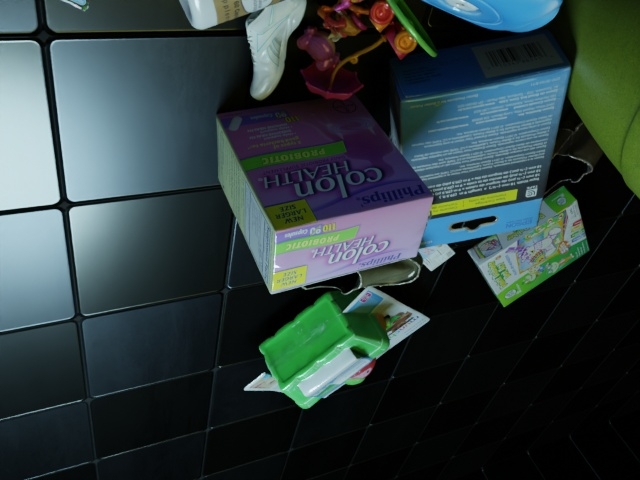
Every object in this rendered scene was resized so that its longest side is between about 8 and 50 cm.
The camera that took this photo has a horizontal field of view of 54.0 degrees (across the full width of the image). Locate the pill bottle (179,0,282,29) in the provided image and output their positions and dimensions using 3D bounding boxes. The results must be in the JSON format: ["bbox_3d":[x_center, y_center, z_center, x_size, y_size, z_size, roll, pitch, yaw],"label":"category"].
[{"bbox_3d":[-0.047,-0.318,0.648,0.229,0.131,0.131,-23,142,-8],"label":"pill bottle"}]

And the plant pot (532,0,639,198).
[{"bbox_3d":[0.496,-0.265,0.871,0.366,0.353,0.366,-17,141,-14],"label":"plant pot"}]

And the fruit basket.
[{"bbox_3d":[0.054,0.240,1.319,0.327,0.165,0.353,-39,145,12],"label":"fruit basket"}]

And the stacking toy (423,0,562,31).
[{"bbox_3d":[0.193,-0.376,0.615,0.166,0.175,0.301,19,99,-12],"label":"stacking toy"}]

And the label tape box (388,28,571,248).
[{"bbox_3d":[0.238,-0.145,1.002,0.241,0.106,0.333,-10,140,0],"label":"label tape box"}]

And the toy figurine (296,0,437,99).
[{"bbox_3d":[0.035,-0.256,0.803,0.159,0.130,0.173,-35,121,22],"label":"toy figurine"}]

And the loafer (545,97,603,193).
[{"bbox_3d":[0.465,-0.167,1.142,0.366,0.130,0.134,-37,142,9],"label":"loafer"}]

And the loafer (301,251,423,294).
[{"bbox_3d":[0.060,0.054,1.049,0.251,0.087,0.094,1,135,-18],"label":"loafer"}]

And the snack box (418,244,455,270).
[{"bbox_3d":[0.211,0.005,1.264,0.064,0.022,0.178,-37,142,12],"label":"snack box"}]

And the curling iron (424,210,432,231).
[{"bbox_3d":[0.042,-0.028,1.016,0.274,0.035,0.068,-1,131,6],"label":"curling iron"}]

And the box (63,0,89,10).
[{"bbox_3d":[-0.292,-0.349,0.518,0.293,0.057,0.201,17,124,-43],"label":"box"}]

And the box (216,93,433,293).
[{"bbox_3d":[-0.007,-0.075,0.856,0.214,0.243,0.117,-13,140,-19],"label":"box"}]

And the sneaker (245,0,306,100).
[{"bbox_3d":[-0.069,-0.249,0.783,0.061,0.053,0.152,6,125,-25],"label":"sneaker"}]

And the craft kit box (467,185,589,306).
[{"bbox_3d":[0.480,0.023,1.431,0.247,0.061,0.250,-34,142,10],"label":"craft kit box"}]
